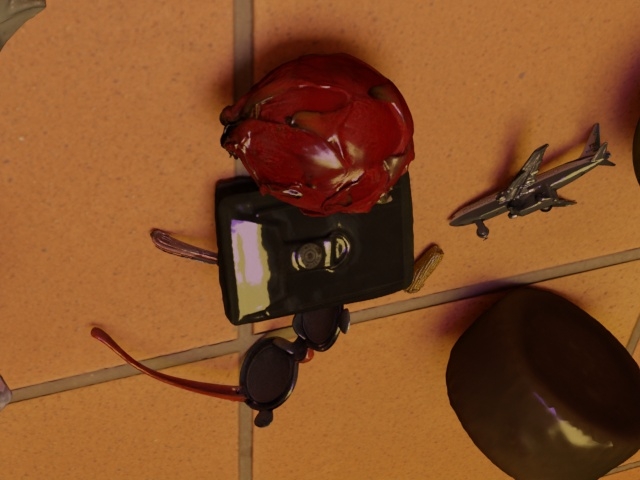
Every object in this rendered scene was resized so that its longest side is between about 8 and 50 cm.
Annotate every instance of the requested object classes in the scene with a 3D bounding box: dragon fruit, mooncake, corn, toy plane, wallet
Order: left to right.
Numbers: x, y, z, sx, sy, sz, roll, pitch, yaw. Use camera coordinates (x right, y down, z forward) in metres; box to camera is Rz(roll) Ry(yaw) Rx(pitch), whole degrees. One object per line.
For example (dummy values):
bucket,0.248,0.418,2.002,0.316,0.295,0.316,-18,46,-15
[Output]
wallet,0.000,0.000,1.239,0.245,0.052,0.168,-10,103,-20
dragon fruit,0.007,-0.106,1.087,0.210,0.172,0.172,11,129,-36
corn,0.135,0.042,1.415,0.027,0.028,0.083,-6,140,-51
toy plane,0.268,-0.065,1.343,0.226,0.058,0.226,-33,155,10
mooncake,0.317,0.213,1.498,0.284,0.284,0.155,13,133,-35

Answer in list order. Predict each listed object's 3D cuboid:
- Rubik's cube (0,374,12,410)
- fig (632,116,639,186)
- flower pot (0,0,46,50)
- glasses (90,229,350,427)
Rubik's cube,-0.497,0.142,0.984,0.259,0.253,0.256,-48,161,26
fig,0.532,-0.143,1.235,0.316,0.316,0.316,-13,138,-12
flower pot,-0.402,-0.197,0.796,0.368,0.164,0.254,-33,144,4
glasses,-0.121,0.115,1.305,0.268,0.118,0.234,13,129,-36
